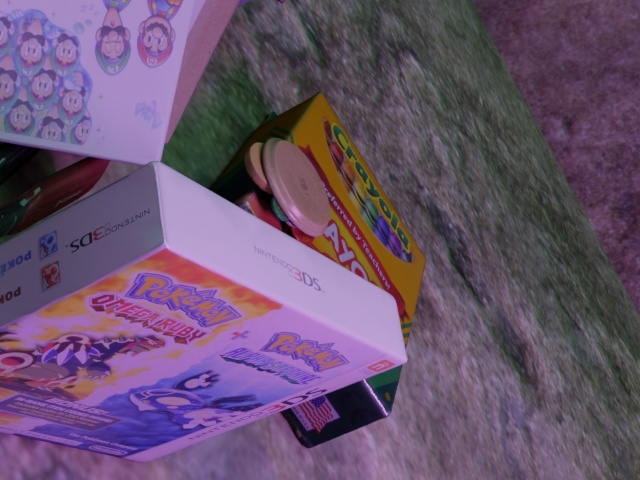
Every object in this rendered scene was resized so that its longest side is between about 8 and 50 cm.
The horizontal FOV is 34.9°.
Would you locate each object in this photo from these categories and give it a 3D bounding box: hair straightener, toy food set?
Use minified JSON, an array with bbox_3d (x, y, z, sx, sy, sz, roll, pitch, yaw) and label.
[{"bbox_3d":[-0.202,-0.029,0.547,0.089,0.047,0.230,43,30,-2],"label":"hair straightener"},{"bbox_3d":[-0.020,-0.037,0.746,0.082,0.020,0.083,63,22,0],"label":"toy food set"}]

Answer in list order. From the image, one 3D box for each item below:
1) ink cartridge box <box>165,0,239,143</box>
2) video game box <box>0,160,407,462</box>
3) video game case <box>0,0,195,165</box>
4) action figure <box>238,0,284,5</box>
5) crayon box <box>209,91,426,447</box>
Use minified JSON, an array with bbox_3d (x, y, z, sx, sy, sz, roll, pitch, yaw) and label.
[{"bbox_3d":[-0.149,-0.193,0.619,0.235,0.088,0.193,29,85,-54],"label":"ink cartridge box"},{"bbox_3d":[-0.084,0.051,0.505,0.205,0.187,0.048,30,39,-52],"label":"video game box"},{"bbox_3d":[-0.138,-0.121,0.572,0.157,0.019,0.143,6,98,-51],"label":"video game case"},{"bbox_3d":[-0.060,-0.342,0.855,0.370,0.276,0.248,9,67,-32],"label":"action figure"},{"bbox_3d":[0.000,0.000,0.882,0.202,0.081,0.318,56,23,-16],"label":"crayon box"}]
